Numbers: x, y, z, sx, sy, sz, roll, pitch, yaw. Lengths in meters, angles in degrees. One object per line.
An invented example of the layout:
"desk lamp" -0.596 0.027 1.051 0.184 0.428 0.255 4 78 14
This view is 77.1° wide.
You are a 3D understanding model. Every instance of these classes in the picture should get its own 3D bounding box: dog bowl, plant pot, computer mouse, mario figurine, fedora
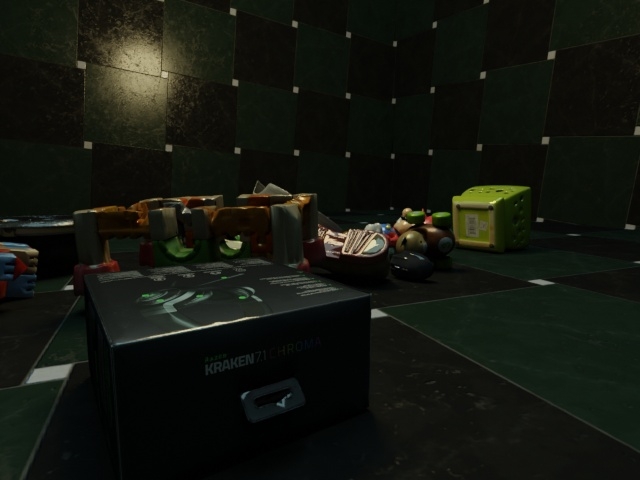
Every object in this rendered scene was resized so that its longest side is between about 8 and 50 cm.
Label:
"dog bowl" -0.094 -0.078 1.400 0.348 0.102 0.349 30 -3 1
"plant pot" 0.610 -0.075 1.470 0.207 0.228 0.227 -16 16 -37
"computer mouse" 0.169 0.062 1.033 0.242 0.071 0.041 3 18 33
"mario figurine" 0.218 -0.041 1.291 0.320 0.170 0.198 -11 39 9
"fedora" -0.779 0.010 1.115 0.334 0.153 0.334 0 8 0

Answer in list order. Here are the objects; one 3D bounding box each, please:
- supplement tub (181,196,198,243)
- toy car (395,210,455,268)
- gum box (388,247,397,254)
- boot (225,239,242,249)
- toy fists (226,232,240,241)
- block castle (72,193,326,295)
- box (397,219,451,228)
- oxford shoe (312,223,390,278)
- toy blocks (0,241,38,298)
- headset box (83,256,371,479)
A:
"supplement tub" -0.514 -0.084 1.653 0.117 0.190 0.117 0 8 0
"toy car" 0.268 0.017 1.095 0.149 0.155 0.188 6 19 38
"gum box" 0.246 0.017 1.439 0.184 0.041 0.157 3 9 24
"boot" -0.289 0.042 1.157 0.213 0.077 0.165 2 9 -7
"toy fists" -0.226 -0.005 1.428 0.279 0.096 0.142 4 7 35
"block castle" -0.225 0.023 0.835 0.453 0.213 0.303 -1 11 8
"box" 0.426 -0.040 1.664 0.158 0.093 0.156 -3 8 -26
"oxford shoe" 0.010 0.041 1.035 0.348 0.130 0.123 10 48 28
"toy blocks" -0.717 0.056 0.817 0.261 0.191 0.381 8 0 -42
"headset box" -0.112 0.111 0.449 0.246 0.131 0.283 -5 9 -35
